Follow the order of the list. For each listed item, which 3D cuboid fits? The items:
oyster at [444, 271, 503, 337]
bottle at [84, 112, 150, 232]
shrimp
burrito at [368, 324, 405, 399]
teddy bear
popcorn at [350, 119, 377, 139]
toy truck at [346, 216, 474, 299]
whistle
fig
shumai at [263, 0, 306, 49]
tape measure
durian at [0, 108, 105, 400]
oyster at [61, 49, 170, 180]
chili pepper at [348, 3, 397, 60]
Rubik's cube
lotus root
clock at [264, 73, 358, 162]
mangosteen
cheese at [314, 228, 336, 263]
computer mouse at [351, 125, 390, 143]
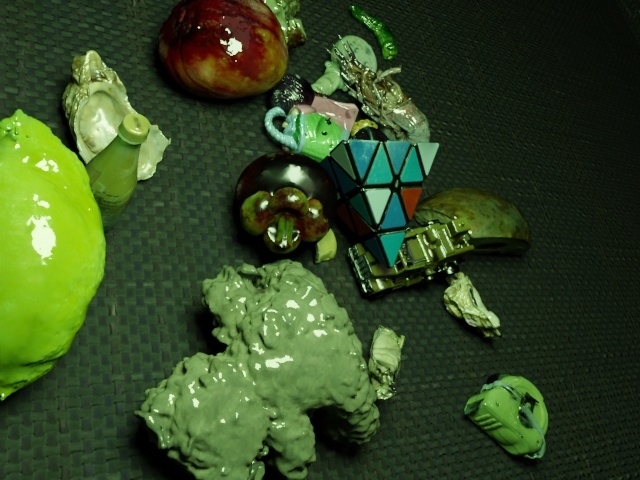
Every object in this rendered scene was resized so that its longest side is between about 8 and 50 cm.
[{"bbox_3d":[0.323,0.137,1.352,0.163,0.081,0.191,37,28,-42],"label":"oyster"},{"bbox_3d":[-0.312,-0.099,0.922,0.083,0.270,0.083,18,53,-25],"label":"bottle"},{"bbox_3d":[0.138,-0.345,1.441,0.116,0.145,0.343,-43,101,-7],"label":"shrimp"},{"bbox_3d":[0.119,0.218,1.120,0.229,0.058,0.063,-53,132,-69],"label":"burrito"},{"bbox_3d":[-0.105,0.212,0.955,0.368,0.224,0.357,-23,79,-25],"label":"teddy bear"},{"bbox_3d":[0.093,-0.247,1.432,0.084,0.084,0.084,17,55,-25],"label":"popcorn"},{"bbox_3d":[0.188,0.028,1.261,0.257,0.127,0.127,-15,76,-22],"label":"toy truck"},{"bbox_3d":[0.056,-0.415,1.501,0.126,0.067,0.258,51,51,-14],"label":"whistle"},{"bbox_3d":[-0.186,-0.388,1.218,0.263,0.224,0.223,2,62,-18],"label":"fig"},{"bbox_3d":[-0.140,-0.506,1.374,0.256,0.189,0.218,-29,99,-57],"label":"shumai"},{"bbox_3d":[0.393,0.350,1.251,0.177,0.087,0.154,45,47,-6],"label":"tape measure"},{"bbox_3d":[-0.409,0.031,0.823,0.339,0.256,0.204,64,9,14],"label":"durian"},{"bbox_3d":[-0.377,-0.205,1.072,0.162,0.107,0.232,-26,98,-46],"label":"oyster"},{"bbox_3d":[0.152,-0.570,1.665,0.182,0.050,0.073,49,55,4],"label":"chili pepper"},{"bbox_3d":[0.060,-0.083,1.218,0.284,0.234,0.249,-15,107,-46],"label":"Rubik's cube"},{"bbox_3d":[0.380,-0.054,1.450,0.314,0.142,0.210,-11,69,-39],"label":"lotus root"},{"bbox_3d":[-0.027,-0.263,1.329,0.196,0.100,0.194,27,50,-7],"label":"clock"},{"bbox_3d":[-0.064,-0.061,1.113,0.194,0.194,0.230,35,22,-12],"label":"mangosteen"},{"bbox_3d":[0.000,-0.001,1.226,0.060,0.041,0.084,-16,75,-37],"label":"cheese"},{"bbox_3d":[0.114,-0.134,1.323,0.096,0.137,0.233,-11,65,-39],"label":"computer mouse"}]
